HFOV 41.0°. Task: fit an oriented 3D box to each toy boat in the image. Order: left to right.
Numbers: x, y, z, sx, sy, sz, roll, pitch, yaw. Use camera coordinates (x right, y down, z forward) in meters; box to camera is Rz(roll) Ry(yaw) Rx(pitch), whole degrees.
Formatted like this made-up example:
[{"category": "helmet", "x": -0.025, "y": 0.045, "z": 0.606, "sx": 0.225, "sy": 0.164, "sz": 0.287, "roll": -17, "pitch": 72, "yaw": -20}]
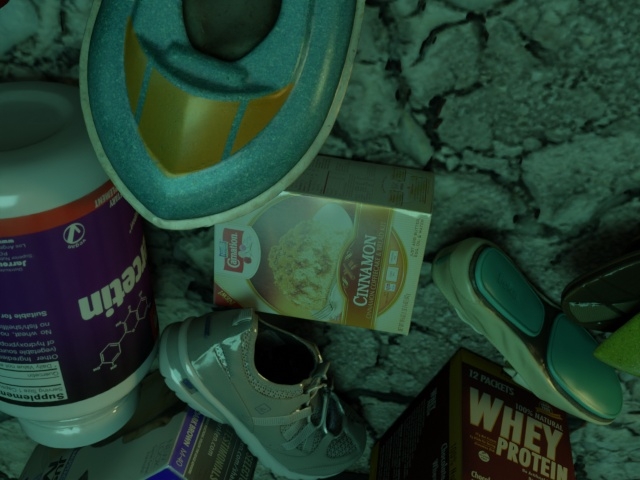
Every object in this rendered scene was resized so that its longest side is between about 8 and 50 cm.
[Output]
[{"category": "toy boat", "x": -0.134, "y": -0.149, "z": 0.593, "sx": 0.318, "sy": 0.148, "sz": 0.268, "roll": 16, "pitch": 99, "yaw": -4}]

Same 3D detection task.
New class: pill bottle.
[{"category": "pill bottle", "x": -0.245, "y": 0.034, "z": 0.772, "sx": 0.181, "sy": 0.182, "sz": 0.323, "roll": 4, "pitch": 127, "yaw": 7}]

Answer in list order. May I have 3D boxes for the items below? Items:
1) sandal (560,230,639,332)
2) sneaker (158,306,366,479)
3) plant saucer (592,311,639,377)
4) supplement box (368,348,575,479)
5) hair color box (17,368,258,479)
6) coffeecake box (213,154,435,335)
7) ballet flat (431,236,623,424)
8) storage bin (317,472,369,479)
[{"category": "sandal", "x": 0.309, "y": 0.007, "z": 0.741, "sx": 0.219, "sy": 0.060, "sz": 0.090, "roll": -36, "pitch": 122, "yaw": 14}, {"category": "sneaker", "x": -0.027, "y": 0.156, "z": 0.843, "sx": 0.115, "sy": 0.105, "sz": 0.281, "roll": -24, "pitch": 138, "yaw": 27}, {"category": "plant saucer", "x": 0.364, "y": 0.074, "z": 0.737, "sx": 0.188, "sy": 0.045, "sz": 0.188, "roll": 13, "pitch": 132, "yaw": -32}, {"category": "supplement box", "x": 0.145, "y": 0.256, "z": 0.865, "sx": 0.129, "sy": 0.191, "sz": 0.194, "roll": 26, "pitch": 126, "yaw": -10}, {"category": "hair color box", "x": -0.215, "y": 0.260, "z": 0.934, "sx": 0.338, "sy": 0.185, "sz": 0.110, "roll": -31, "pitch": 115, "yaw": 28}, {"category": "coffeecake box", "x": 0.000, "y": 0.000, "z": 0.776, "sx": 0.185, "sy": 0.068, "sz": 0.142, "roll": 9, "pitch": 128, "yaw": 4}, {"category": "ballet flat", "x": 0.193, "y": 0.089, "z": 0.814, "sx": 0.086, "sy": 0.086, "sz": 0.248, "roll": -32, "pitch": 114, "yaw": 28}, {"category": "storage bin", "x": 0.038, "y": 0.330, "z": 1.008, "sx": 0.135, "sy": 0.098, "sz": 0.091, "roll": 4, "pitch": 117, "yaw": 7}]
